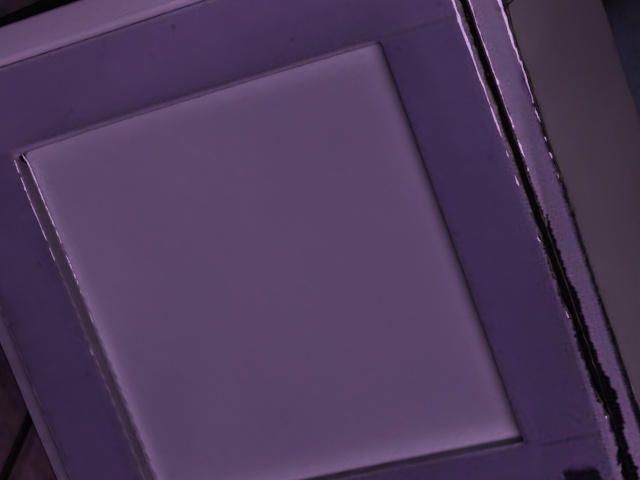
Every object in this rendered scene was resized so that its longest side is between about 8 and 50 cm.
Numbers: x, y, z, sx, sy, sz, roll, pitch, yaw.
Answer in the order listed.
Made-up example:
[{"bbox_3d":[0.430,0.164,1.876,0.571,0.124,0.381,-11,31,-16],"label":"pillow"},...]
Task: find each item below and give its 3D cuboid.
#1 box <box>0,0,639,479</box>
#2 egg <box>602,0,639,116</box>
[{"bbox_3d":[0.000,0.000,0.687,0.117,0.225,0.225,-42,114,-62],"label":"box"},{"bbox_3d":[0.248,-0.067,1.301,0.169,0.169,0.236,-1,76,-64],"label":"egg"}]
